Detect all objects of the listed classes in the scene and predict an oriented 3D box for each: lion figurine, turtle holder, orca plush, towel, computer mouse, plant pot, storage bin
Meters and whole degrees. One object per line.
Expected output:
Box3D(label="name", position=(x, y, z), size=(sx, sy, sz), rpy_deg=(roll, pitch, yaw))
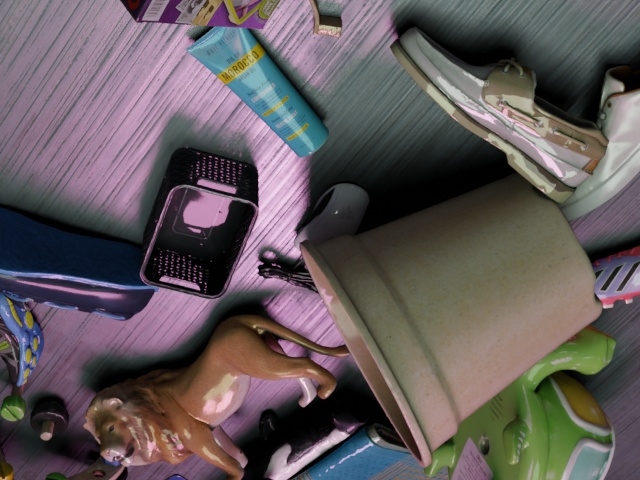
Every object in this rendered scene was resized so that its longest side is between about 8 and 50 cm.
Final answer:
Box3D(label="lion figurine", position=(-0.152, 0.214, 1.959), size=(0.240, 0.142, 0.392), rpy_deg=(43, 103, -3))
Box3D(label="turtle holder", position=(0.315, 0.275, 1.990), size=(0.227, 0.243, 0.320), rpy_deg=(4, 90, -26))
Box3D(label="orca plush", position=(-0.062, 0.311, 2.051), size=(0.102, 0.151, 0.287), rpy_deg=(54, 135, 4))
Box3D(label="towel", position=(0.027, 0.416, 2.134), size=(0.370, 0.040, 0.271), rpy_deg=(-36, 142, 24))
Box3D(label="computer mouse", position=(0.000, 0.000, 1.838), size=(0.106, 0.042, 0.193), rpy_deg=(22, 125, -19))
Box3D(label="plant pot", position=(0.184, 0.077, 1.747), size=(0.305, 0.334, 0.334), rpy_deg=(-29, 128, -5))
Box3D(label="storage bin", position=(-0.162, -0.021, 1.786), size=(0.122, 0.084, 0.180), rpy_deg=(14, 128, -15))

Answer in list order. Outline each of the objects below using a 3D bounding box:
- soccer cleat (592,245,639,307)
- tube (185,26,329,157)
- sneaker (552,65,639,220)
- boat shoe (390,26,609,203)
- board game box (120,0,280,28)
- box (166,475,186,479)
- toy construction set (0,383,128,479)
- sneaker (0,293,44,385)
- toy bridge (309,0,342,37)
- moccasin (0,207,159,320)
Box3D(label="soccer cleat", position=(0.452, 0.038, 1.885), size=(0.248, 0.083, 0.095), rpy_deg=(-5, 100, 7))
Box3D(label="tube", position=(-0.072, -0.193, 1.678), size=(0.080, 0.052, 0.207), rpy_deg=(-38, 117, 12))
Box3D(label="sneaker", position=(0.383, -0.151, 1.718), size=(0.123, 0.106, 0.290), rpy_deg=(40, 118, -7))
Box3D(label="boat shoe", position=(0.225, -0.177, 1.656), size=(0.302, 0.113, 0.103), rpy_deg=(36, 109, -16))
Box3D(label="board game box", position=(-0.059, -0.378, 1.453), size=(0.208, 0.056, 0.347), rpy_deg=(-2, 138, -46))
Box3D(label="box", position=(-0.273, 0.483, 2.224), size=(0.225, 0.036, 0.136), rpy_deg=(-36, 122, 22))
Box3D(label="toy construction set", position=(-0.449, 0.430, 2.038), size=(0.257, 0.237, 0.309), rpy_deg=(29, 122, -24))
Box3D(label="sneaker", position=(-0.451, 0.131, 1.916), size=(0.078, 0.067, 0.188), rpy_deg=(8, 134, 18))
Box3D(label="toy bridge", position=(0.009, -0.325, 1.583), size=(0.063, 0.026, 0.188), rpy_deg=(8, 128, -7))
Box3D(label="moccasin", position=(-0.392, 0.051, 1.799), size=(0.342, 0.138, 0.117), rpy_deg=(18, 130, -16))
